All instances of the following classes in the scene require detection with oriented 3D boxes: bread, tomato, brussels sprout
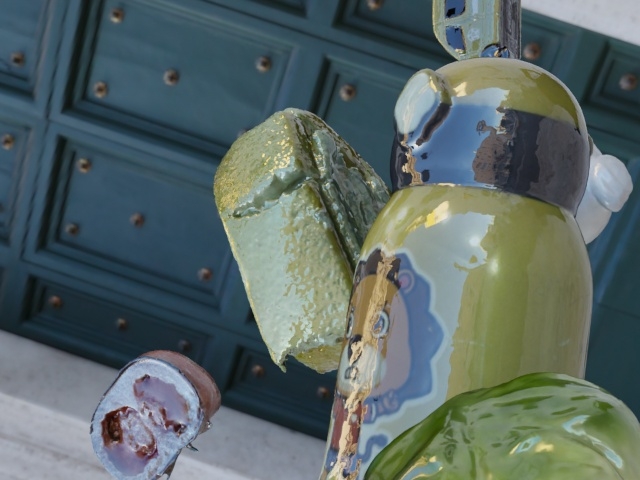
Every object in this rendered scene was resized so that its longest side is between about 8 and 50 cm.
[{"bbox_3d":[0.000,0.000,0.861,0.124,0.257,0.186,-28,1,26],"label":"bread"},{"bbox_3d":[-0.256,0.279,1.518,0.214,0.180,0.155,-45,-6,15],"label":"tomato"},{"bbox_3d":[0.083,0.145,0.410,0.162,0.143,0.181,-34,-1,26],"label":"brussels sprout"}]

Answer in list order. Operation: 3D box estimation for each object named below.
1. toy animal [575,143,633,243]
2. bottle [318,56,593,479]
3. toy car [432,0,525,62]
[{"bbox_3d":[0.206,0.009,1.017,0.310,0.247,0.182,-51,-36,-29],"label":"toy animal"},{"bbox_3d":[0.101,0.044,0.647,0.171,0.172,0.351,99,180,-79],"label":"bottle"},{"bbox_3d":[0.217,-0.313,1.264,0.101,0.125,0.256,11,-101,-57],"label":"toy car"}]
